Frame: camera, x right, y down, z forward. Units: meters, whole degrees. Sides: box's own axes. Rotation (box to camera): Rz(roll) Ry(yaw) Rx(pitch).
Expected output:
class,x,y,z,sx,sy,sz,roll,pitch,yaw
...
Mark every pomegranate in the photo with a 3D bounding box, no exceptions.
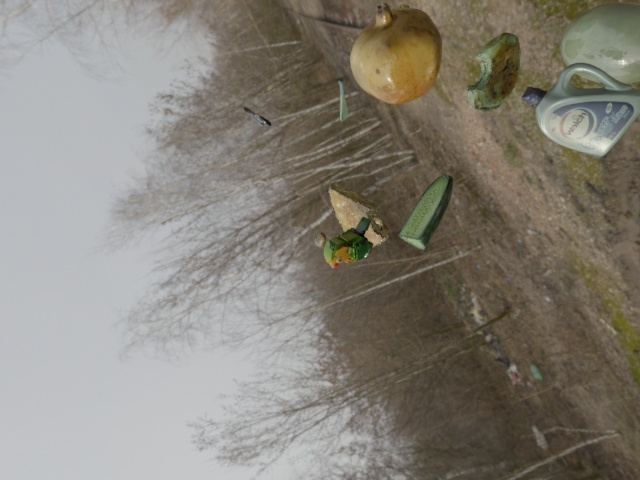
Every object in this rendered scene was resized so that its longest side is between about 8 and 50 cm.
class,x,y,z,sx,sy,sz,roll,pitch,yaw
pomegranate,0.261,-0.660,1.508,0.342,0.343,0.342,63,-172,-16

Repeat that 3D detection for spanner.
class,x,y,z,sx,sy,sz,roll,pitch,yaw
spanner,-0.189,-0.370,1.284,0.087,0.024,0.316,36,-173,-22

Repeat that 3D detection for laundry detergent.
class,x,y,z,sx,sy,sz,roll,pitch,yaw
laundry detergent,0.719,-0.379,1.208,0.281,0.214,0.105,32,-139,12

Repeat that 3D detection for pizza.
class,x,y,z,sx,sy,sz,roll,pitch,yaw
pizza,0.156,-0.083,1.592,0.223,0.089,0.323,4,132,49

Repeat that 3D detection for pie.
class,x,y,z,sx,sy,sz,roll,pitch,yaw
pie,0.656,-0.622,1.600,0.067,0.302,0.302,32,165,38

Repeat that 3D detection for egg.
class,x,y,z,sx,sy,sz,roll,pitch,yaw
egg,1.018,-0.674,1.471,0.352,0.258,0.258,19,166,25

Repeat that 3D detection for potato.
class,x,y,z,sx,sy,sz,roll,pitch,yaw
potato,0.000,0.000,1.800,0.092,0.045,0.046,123,165,-59

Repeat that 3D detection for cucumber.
class,x,y,z,sx,sy,sz,roll,pitch,yaw
cucumber,0.322,-0.084,1.227,0.063,0.243,0.115,38,165,-23

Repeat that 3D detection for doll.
class,x,y,z,sx,sy,sz,roll,pitch,yaw
doll,0.093,0.017,1.447,0.106,0.186,0.134,34,141,41

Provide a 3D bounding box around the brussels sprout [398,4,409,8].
class,x,y,z,sx,sy,sz,roll,pitch,yaw
brussels sprout,0.398,-1.054,1.976,0.083,0.046,0.051,37,165,4

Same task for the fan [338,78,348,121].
class,x,y,z,sx,sy,sz,roll,pitch,yaw
fan,0.079,-0.494,1.511,0.016,0.038,0.193,45,167,22
